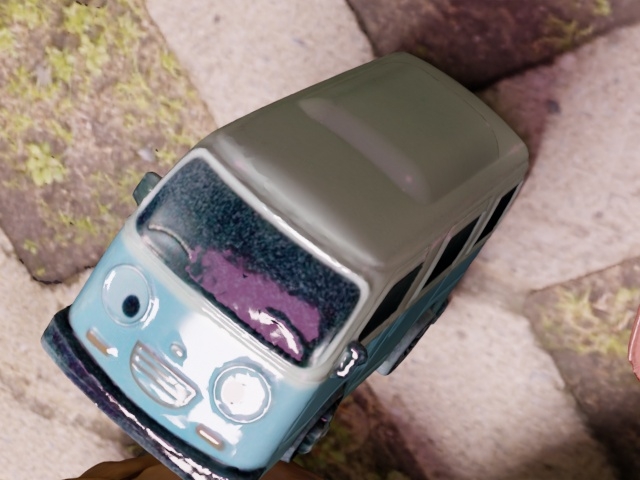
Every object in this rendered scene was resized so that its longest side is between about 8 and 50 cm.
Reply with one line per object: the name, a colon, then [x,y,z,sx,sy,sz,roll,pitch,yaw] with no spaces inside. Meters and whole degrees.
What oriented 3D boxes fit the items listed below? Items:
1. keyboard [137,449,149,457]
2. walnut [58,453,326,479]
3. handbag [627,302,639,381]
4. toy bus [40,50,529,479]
keyboard: [-0.076,0.135,0.972,0.055,0.014,0.176,45,123,2]
walnut: [-0.070,0.299,0.869,0.306,0.306,0.344,-18,98,32]
handbag: [0.272,0.032,0.697,0.212,0.059,0.157,19,119,18]
toy bus: [0.000,0.000,0.728,0.133,0.271,0.165,39,119,10]
